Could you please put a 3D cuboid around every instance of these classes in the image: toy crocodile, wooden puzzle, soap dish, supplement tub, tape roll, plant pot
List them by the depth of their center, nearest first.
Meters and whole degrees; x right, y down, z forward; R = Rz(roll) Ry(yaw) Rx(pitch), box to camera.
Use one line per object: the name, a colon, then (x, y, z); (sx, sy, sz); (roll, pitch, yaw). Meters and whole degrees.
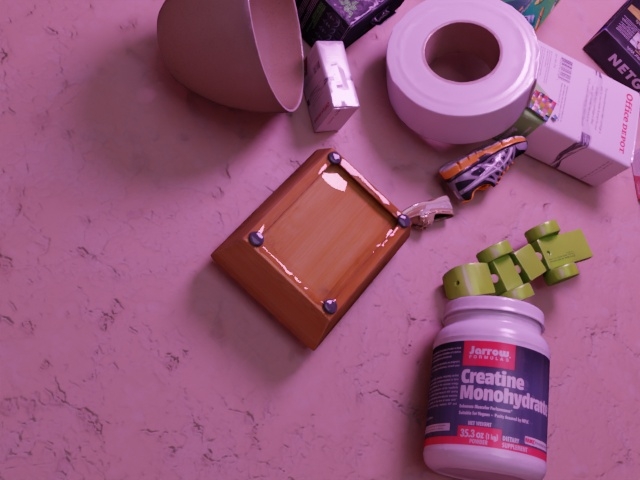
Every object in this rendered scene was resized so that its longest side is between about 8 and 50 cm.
supplement tub: (0.273, 0.245, 1.177); (0.191, 0.191, 0.272); (16, 66, -15)
soap dish: (0.000, 0.000, 1.202); (0.229, 0.118, 0.291); (43, 61, -2)
plant pot: (-0.158, -0.343, 1.207); (0.190, 0.284, 0.284); (-6, 70, 14)
toy crocodile: (0.378, 0.048, 1.350); (0.340, 0.105, 0.115); (-18, 78, -30)
tape roll: (0.266, -0.328, 1.373); (0.286, 0.100, 0.286); (-2, 66, 5)
wooden puzzle: (0.427, -0.262, 1.397); (0.083, 0.006, 0.049); (34, 65, -4)

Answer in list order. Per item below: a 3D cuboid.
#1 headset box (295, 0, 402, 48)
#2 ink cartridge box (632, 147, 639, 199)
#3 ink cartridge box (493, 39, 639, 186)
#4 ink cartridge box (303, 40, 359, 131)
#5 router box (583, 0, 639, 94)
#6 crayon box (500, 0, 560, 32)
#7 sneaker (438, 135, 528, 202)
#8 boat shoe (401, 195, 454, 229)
headset box: (0.028, -0.520, 1.395); (0.283, 0.131, 0.246); (48, 63, 0)
ink cartridge box: (0.749, -0.169, 1.508); (0.067, 0.198, 0.115); (7, 69, -19)
ink cartridge box: (0.505, -0.261, 1.494); (0.272, 0.115, 0.198); (24, 65, -11)
ink cartridge box: (0.014, -0.279, 1.320); (0.056, 0.099, 0.135); (-7, 75, -24)
router box: (0.794, -0.419, 1.683); (0.309, 0.081, 0.243); (47, 62, 0)
crayon box: (0.411, -0.525, 1.524); (0.165, 0.081, 0.278); (18, 55, 35)
sneaker: (0.325, -0.142, 1.409); (0.214, 0.084, 0.083); (-26, 95, -24)
boat shoe: (0.192, -0.045, 1.331); (0.135, 0.050, 0.045); (-20, 74, -26)
